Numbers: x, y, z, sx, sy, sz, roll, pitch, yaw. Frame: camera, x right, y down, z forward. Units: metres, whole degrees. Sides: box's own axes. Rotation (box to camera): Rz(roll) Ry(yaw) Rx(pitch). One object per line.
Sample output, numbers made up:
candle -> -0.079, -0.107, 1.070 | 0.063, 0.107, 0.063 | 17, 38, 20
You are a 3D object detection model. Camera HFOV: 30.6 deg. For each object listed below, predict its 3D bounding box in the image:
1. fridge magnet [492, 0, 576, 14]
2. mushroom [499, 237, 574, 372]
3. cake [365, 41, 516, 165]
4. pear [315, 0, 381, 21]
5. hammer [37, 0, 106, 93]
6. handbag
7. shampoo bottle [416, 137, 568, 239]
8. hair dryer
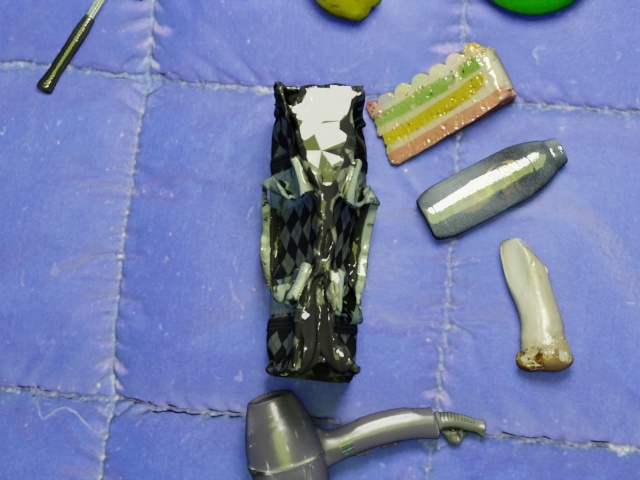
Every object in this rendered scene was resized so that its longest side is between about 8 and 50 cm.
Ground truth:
fridge magnet -> 0.327, -0.445, 1.791 | 0.208, 0.088, 0.208 | 0, 84, 4
mushroom -> 0.318, 0.098, 1.762 | 0.084, 0.071, 0.209 | -18, 80, 34
cake -> 0.185, -0.214, 1.784 | 0.225, 0.090, 0.109 | -28, 88, 2
pear -> 0.036, -0.399, 1.800 | 0.107, 0.107, 0.131 | -39, 92, 0
hammer -> -0.371, -0.338, 1.861 | 0.103, 0.029, 0.246 | 30, 89, 6
handbag -> 0.000, 0.000, 1.665 | 0.180, 0.317, 0.416 | 2, 86, -2
shampoo bottle -> 0.264, -0.084, 1.786 | 0.233, 0.049, 0.087 | -27, 86, 1
hair dryer -> 0.081, 0.340, 1.748 | 0.361, 0.121, 0.301 | -17, 93, -3
